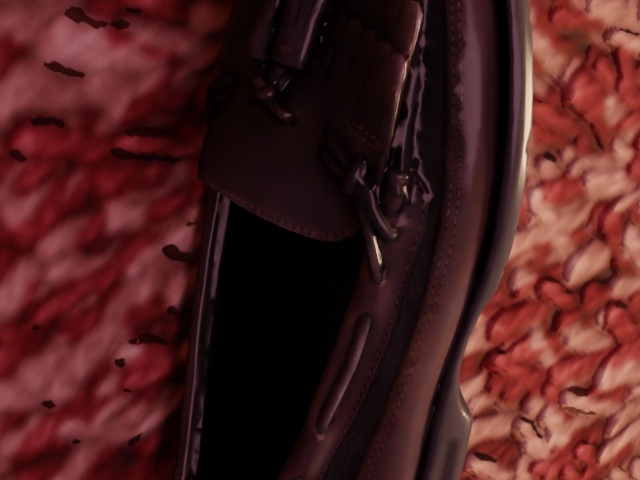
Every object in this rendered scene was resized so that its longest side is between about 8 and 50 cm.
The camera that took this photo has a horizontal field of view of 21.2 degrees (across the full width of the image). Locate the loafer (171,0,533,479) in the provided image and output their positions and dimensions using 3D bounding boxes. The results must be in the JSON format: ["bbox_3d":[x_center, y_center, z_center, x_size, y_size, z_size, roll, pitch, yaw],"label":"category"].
[{"bbox_3d":[0.000,0.000,0.573,0.095,0.109,0.302,-13,120,-32],"label":"loafer"}]
